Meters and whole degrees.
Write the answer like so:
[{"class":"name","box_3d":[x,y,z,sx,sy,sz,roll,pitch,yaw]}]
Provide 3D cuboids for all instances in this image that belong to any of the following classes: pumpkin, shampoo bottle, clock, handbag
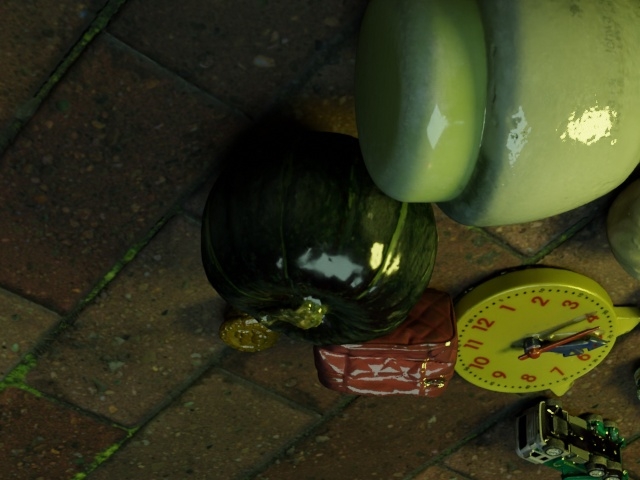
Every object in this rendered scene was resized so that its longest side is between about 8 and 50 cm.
[{"class":"pumpkin","box_3d":[0.000,0.000,1.477,0.323,0.241,0.323,5,149,3]},{"class":"shampoo bottle","box_3d":[0.212,-0.178,1.257,0.317,0.322,0.322,-4,135,-11]},{"class":"clock","box_3d":[0.344,0.160,1.769,0.293,0.071,0.277,14,132,-15]},{"class":"handbag","box_3d":[0.101,0.158,1.705,0.225,0.146,0.135,2,129,-4]}]

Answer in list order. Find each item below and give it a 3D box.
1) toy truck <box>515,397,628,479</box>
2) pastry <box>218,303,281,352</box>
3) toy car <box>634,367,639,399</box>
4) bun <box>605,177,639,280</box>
[{"class":"toy truck","box_3d":[0.443,0.372,1.960,0.216,0.110,0.116,24,140,-25]},{"class":"pastry","box_3d":[-0.107,0.131,1.731,0.109,0.057,0.097,-9,140,9]},{"class":"toy car","box_3d":[0.616,0.267,1.897,0.095,0.056,0.205,-29,133,23]},{"class":"bun","box_3d":[0.511,-0.017,1.566,0.178,0.128,0.193,20,128,-19]}]
